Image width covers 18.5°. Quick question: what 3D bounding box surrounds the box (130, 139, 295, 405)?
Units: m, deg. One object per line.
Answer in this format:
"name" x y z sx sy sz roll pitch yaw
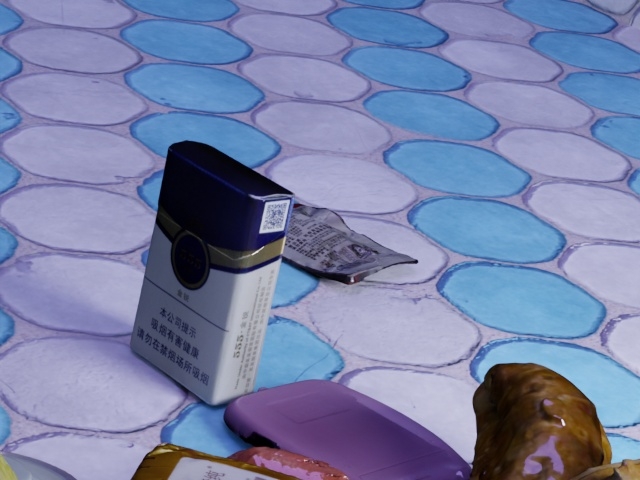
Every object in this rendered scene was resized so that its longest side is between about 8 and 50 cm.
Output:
"box" -0.123 0.035 2.203 0.071 0.259 0.168 -9 28 -42

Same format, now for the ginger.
"ginger" 0.214 0.248 1.967 0.172 0.165 0.321 31 31 -4

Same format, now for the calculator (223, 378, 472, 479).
"calculator" 0.028 0.218 2.119 0.194 0.043 0.294 -12 30 -40

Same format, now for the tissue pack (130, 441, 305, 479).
"tissue pack" -0.111 0.287 1.845 0.183 0.092 0.226 13 24 7

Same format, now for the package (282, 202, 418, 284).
"package" 0.000 0.000 2.624 0.239 0.030 0.154 27 29 34

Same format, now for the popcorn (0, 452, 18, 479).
"popcorn" -0.347 0.251 1.607 0.286 0.225 0.174 25 24 -40

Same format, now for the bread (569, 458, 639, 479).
"bread" 0.384 0.361 1.758 0.314 0.191 0.370 1 36 -32

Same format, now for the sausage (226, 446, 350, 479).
"sausage" -0.031 0.252 1.977 0.141 0.076 0.076 14 23 14

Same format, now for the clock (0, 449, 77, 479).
"clock" -0.342 0.240 1.859 0.244 0.056 0.244 9 14 -2
